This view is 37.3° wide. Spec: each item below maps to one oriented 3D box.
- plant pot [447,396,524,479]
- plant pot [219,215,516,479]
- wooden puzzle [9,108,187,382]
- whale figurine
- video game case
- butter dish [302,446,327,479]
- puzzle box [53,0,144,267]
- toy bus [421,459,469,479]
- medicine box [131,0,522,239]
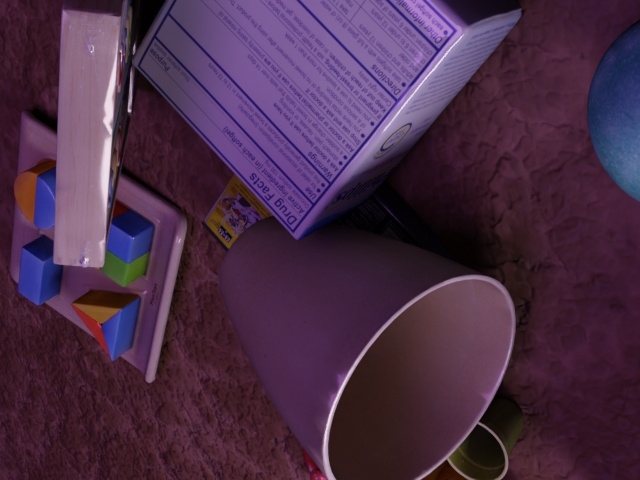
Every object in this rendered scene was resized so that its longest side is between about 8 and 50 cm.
[{"bbox_3d":[0.190,0.217,1.070,0.083,0.079,0.083,18,122,31],"label":"plant pot"},{"bbox_3d":[0.019,0.088,1.010,0.274,0.256,0.257,35,132,41],"label":"plant pot"},{"bbox_3d":[-0.361,0.019,1.417,0.347,0.080,0.322,34,130,21],"label":"wooden puzzle"},{"bbox_3d":[0.338,-0.113,0.738,0.272,0.141,0.216,-14,102,42],"label":"whale figurine"},{"bbox_3d":[0.000,0.000,1.146,0.275,0.035,0.248,47,133,9],"label":"video game case"},{"bbox_3d":[0.032,0.270,1.192,0.159,0.118,0.160,20,131,30],"label":"butter dish"},{"bbox_3d":[-0.230,-0.195,1.024,0.052,0.409,0.272,6,125,-10],"label":"puzzle box"},{"bbox_3d":[0.202,0.378,1.112,0.211,0.149,0.220,-1,109,25],"label":"toy bus"},{"bbox_3d":[-0.002,-0.199,0.942,0.263,0.149,0.289,47,125,10],"label":"medicine box"}]
